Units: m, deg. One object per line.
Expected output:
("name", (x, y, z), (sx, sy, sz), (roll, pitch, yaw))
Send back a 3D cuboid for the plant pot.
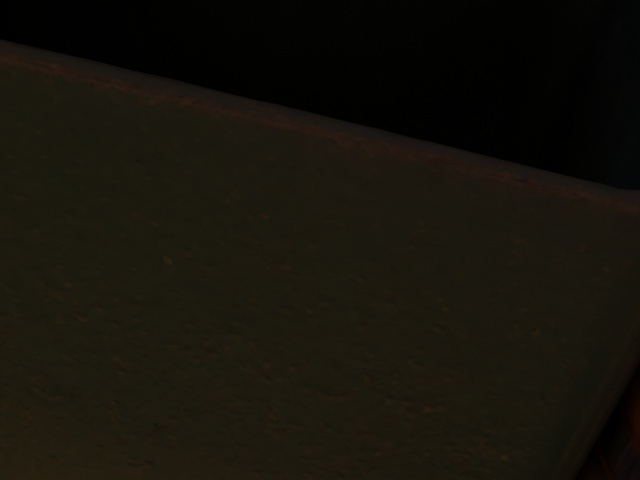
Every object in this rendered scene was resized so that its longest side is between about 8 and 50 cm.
("plant pot", (-0.033, 0.010, 0.577), (0.248, 0.247, 0.252), (-78, 2, -59))
